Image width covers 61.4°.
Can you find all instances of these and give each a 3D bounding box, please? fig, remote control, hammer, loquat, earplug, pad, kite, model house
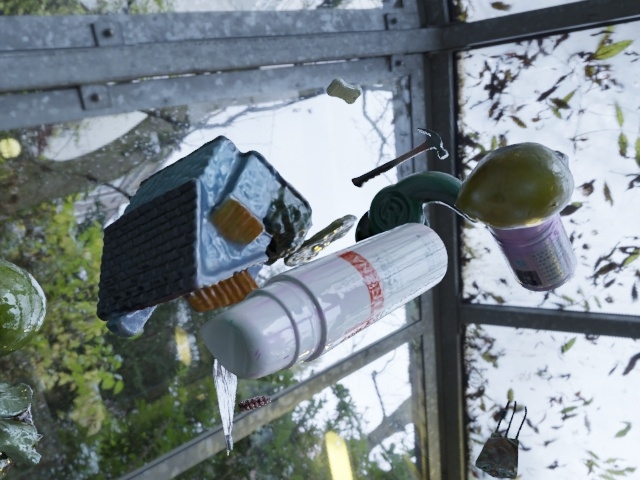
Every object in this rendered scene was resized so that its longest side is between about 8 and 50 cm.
[{"bbox_3d":[-0.933,0.203,1.544,0.316,0.316,0.317,25,-57,44],"label":"fig"},{"bbox_3d":[0.081,-0.509,1.836,0.074,0.122,0.032,-43,-133,38],"label":"remote control"},{"bbox_3d":[0.220,-0.228,1.570,0.287,0.033,0.111,-27,-104,19],"label":"hammer"},{"bbox_3d":[0.324,-0.089,0.906,0.195,0.152,0.152,-27,-98,17],"label":"loquat"},{"bbox_3d":[0.201,-0.030,1.190,0.280,0.257,0.164,81,-9,-59],"label":"earplug"},{"bbox_3d":[-0.122,0.179,0.709,0.188,0.006,0.113,-114,-164,-76],"label":"pad"},{"bbox_3d":[0.533,0.568,1.540,0.127,0.229,0.016,7,-32,47],"label":"kite"},{"bbox_3d":[-0.241,0.036,1.046,0.360,0.339,0.297,-18,-56,36],"label":"model house"}]

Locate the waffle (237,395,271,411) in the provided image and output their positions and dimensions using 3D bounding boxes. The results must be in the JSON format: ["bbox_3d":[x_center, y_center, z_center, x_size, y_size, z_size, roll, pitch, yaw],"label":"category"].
[{"bbox_3d":[-0.166,0.408,1.354,0.075,0.083,0.029,-34,-113,55],"label":"waffle"}]

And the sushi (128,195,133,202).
[{"bbox_3d":[-0.451,-0.091,1.579,0.279,0.192,0.043,130,-38,-67],"label":"sushi"}]

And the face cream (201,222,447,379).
[{"bbox_3d":[0.025,0.062,0.631,0.101,0.345,0.102,15,-65,37],"label":"face cream"}]

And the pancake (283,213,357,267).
[{"bbox_3d":[0.000,-0.001,1.486,0.236,0.222,0.042,-37,-103,30],"label":"pancake"}]

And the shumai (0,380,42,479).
[{"bbox_3d":[-0.750,0.407,1.077,0.323,0.323,0.398,-10,-115,33],"label":"shumai"}]

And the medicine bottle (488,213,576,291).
[{"bbox_3d":[0.479,-0.012,1.235,0.152,0.152,0.254,15,-27,48],"label":"medicine bottle"}]
